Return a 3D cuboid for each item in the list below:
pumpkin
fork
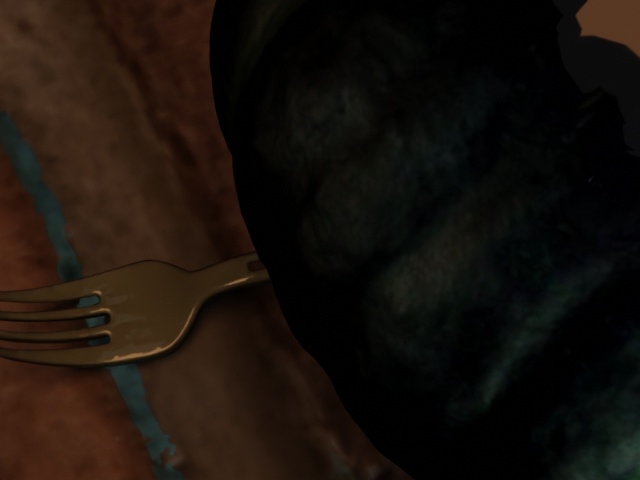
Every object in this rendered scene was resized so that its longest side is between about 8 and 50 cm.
[{"bbox_3d":[0.134,-0.050,0.499,0.295,0.296,0.296,-2,64,4],"label":"pumpkin"},{"bbox_3d":[0.000,0.004,0.631,0.219,0.028,0.034,-14,56,-7],"label":"fork"}]
